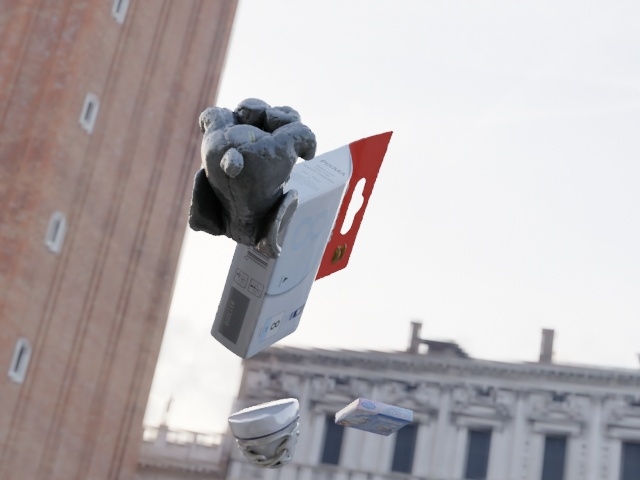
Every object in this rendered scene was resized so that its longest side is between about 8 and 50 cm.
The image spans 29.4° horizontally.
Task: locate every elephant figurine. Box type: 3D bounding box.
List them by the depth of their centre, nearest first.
[{"bbox_3d":[-0.090,-0.051,1.610,0.186,0.169,0.239,-14,-52,-31],"label":"elephant figurine"}]

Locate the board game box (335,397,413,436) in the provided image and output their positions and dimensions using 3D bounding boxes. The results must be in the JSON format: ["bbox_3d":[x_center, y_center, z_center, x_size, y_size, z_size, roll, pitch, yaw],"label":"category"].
[{"bbox_3d":[0.080,0.268,1.846,0.090,0.020,0.090,16,-29,-16],"label":"board game box"}]

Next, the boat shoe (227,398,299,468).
[{"bbox_3d":[-0.072,0.267,1.652,0.096,0.088,0.267,-13,-6,-7],"label":"boat shoe"}]

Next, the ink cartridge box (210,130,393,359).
[{"bbox_3d":[0.000,0.000,2.041,0.091,0.385,0.308,34,-56,25],"label":"ink cartridge box"}]
